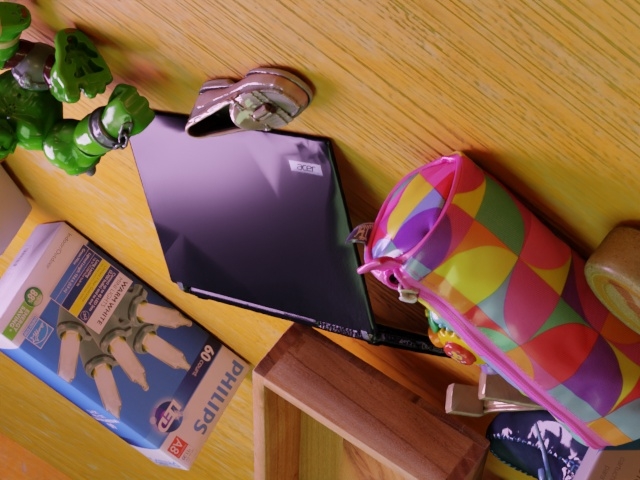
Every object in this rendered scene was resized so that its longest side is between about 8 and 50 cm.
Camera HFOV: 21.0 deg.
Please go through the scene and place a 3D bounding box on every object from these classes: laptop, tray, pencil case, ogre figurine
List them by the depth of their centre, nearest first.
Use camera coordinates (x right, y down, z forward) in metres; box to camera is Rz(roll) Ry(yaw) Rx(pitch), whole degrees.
[{"bbox_3d":[0.129,0.044,1.121,0.236,0.104,0.104,37,161,-22],"label":"pencil case"},{"bbox_3d":[-0.216,-0.115,1.283,0.197,0.097,0.118,17,144,-3],"label":"ogre figurine"},{"bbox_3d":[0.000,0.000,1.352,0.234,0.137,0.264,13,180,45],"label":"laptop"},{"bbox_3d":[0.039,0.246,1.627,0.203,0.076,0.411,32,152,17],"label":"tray"}]

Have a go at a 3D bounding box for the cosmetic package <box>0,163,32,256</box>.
[{"bbox_3d":[-0.491,-0.130,1.656,0.377,0.097,0.284,23,161,24],"label":"cosmetic package"}]

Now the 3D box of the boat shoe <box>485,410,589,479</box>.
[{"bbox_3d":[0.225,0.197,1.380,0.258,0.089,0.109,12,154,49],"label":"boat shoe"}]

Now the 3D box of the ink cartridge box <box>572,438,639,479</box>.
[{"bbox_3d":[0.279,0.207,1.229,0.203,0.148,0.086,29,159,6],"label":"ink cartridge box"}]

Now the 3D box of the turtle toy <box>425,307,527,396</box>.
[{"bbox_3d":[0.126,0.063,1.229,0.130,0.066,0.095,28,161,13],"label":"turtle toy"}]

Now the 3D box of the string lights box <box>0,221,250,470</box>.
[{"bbox_3d":[-0.213,0.110,1.772,0.259,0.133,0.076,39,159,-23],"label":"string lights box"}]

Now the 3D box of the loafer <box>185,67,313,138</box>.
[{"bbox_3d":[-0.050,-0.087,1.163,0.045,0.039,0.125,41,159,-25],"label":"loafer"}]

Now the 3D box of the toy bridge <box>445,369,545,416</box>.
[{"bbox_3d":[0.156,0.118,1.356,0.063,0.026,0.188,9,166,-12],"label":"toy bridge"}]

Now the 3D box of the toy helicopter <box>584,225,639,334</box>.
[{"bbox_3d":[0.303,0.121,1.070,0.355,0.140,0.235,42,171,2],"label":"toy helicopter"}]
